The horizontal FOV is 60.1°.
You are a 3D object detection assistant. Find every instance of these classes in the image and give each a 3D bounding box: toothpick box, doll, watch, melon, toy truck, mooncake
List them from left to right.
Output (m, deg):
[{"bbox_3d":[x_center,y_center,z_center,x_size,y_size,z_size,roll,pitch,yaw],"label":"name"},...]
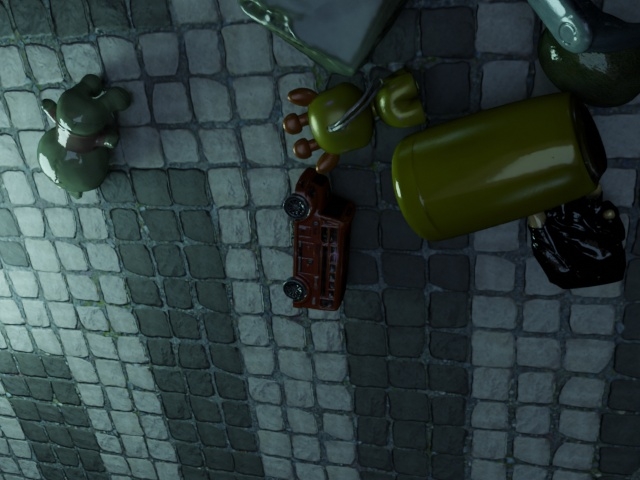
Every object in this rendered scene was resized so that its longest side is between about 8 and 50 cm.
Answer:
[{"bbox_3d":[-0.464,-0.184,1.046,0.155,0.113,0.275,34,120,-5],"label":"doll"},{"bbox_3d":[0.000,0.000,1.002,0.114,0.107,0.253,10,120,11],"label":"toy truck"},{"bbox_3d":[0.010,-0.391,0.783,0.250,0.136,0.254,31,114,-2],"label":"mooncake"},{"bbox_3d":[0.052,-0.193,0.872,0.220,0.135,0.143,-16,113,11],"label":"doll"},{"bbox_3d":[0.257,-0.108,0.805,0.271,0.175,0.175,-16,111,35],"label":"toothpick box"},{"bbox_3d":[0.380,-0.247,0.758,0.167,0.114,0.114,29,121,3],"label":"melon"},{"bbox_3d":[0.355,-0.334,0.693,0.193,0.068,0.206,-29,76,-11],"label":"watch"}]

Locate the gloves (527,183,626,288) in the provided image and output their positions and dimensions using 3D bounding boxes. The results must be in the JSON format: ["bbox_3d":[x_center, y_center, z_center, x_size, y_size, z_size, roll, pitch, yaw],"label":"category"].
[{"bbox_3d":[0.396,-0.027,0.867,0.164,0.124,0.203,-9,89,-9],"label":"gloves"}]
